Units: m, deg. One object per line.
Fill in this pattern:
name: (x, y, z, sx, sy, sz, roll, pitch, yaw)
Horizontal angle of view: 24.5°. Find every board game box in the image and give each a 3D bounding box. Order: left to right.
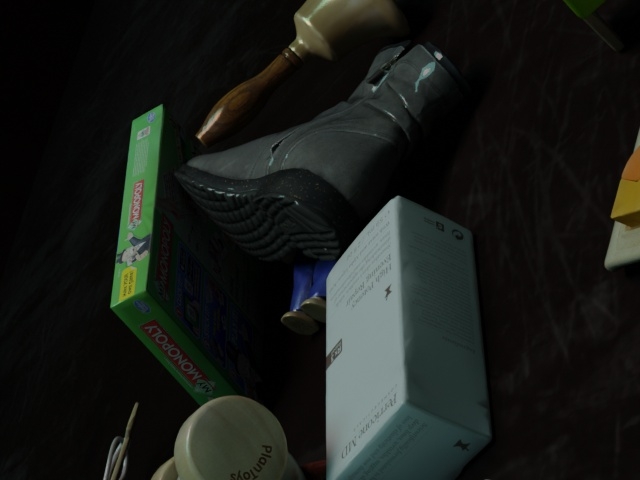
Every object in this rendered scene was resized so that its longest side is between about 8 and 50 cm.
board game box: (-0.132, 0.026, 1.562, 0.046, 0.213, 0.317, -26, 35, 18)

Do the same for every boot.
boot: (0.004, -0.092, 1.452, 0.223, 0.118, 0.338, -49, 27, -16)

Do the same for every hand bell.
hand bell: (-0.035, -0.183, 1.549, 0.242, 0.126, 0.126, -43, 20, -3)

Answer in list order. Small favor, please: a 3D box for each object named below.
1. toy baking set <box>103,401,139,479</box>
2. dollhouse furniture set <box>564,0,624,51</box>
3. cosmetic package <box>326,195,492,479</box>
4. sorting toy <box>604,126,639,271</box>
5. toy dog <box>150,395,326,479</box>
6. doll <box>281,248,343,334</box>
toy baking set: (-0.254, 0.319, 1.678, 0.197, 0.030, 0.256, -77, 0, -71)
dollhouse furniture set: (0.276, -0.308, 1.113, 0.301, 0.151, 0.197, -42, 47, 14)
cosmetic package: (0.065, 0.088, 1.171, 0.117, 0.085, 0.231, -52, 23, 35)
sorting toy: (0.247, -0.086, 0.933, 0.208, 0.038, 0.193, 148, 142, -69)
toy dog: (-0.033, 0.282, 1.129, 0.220, 0.161, 0.334, 174, 94, -71)
doll: (0.000, 0.000, 1.489, 0.129, 0.046, 0.189, -34, 37, 49)
